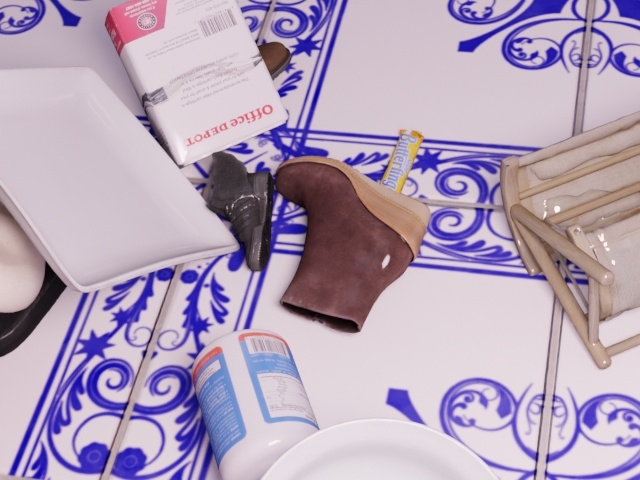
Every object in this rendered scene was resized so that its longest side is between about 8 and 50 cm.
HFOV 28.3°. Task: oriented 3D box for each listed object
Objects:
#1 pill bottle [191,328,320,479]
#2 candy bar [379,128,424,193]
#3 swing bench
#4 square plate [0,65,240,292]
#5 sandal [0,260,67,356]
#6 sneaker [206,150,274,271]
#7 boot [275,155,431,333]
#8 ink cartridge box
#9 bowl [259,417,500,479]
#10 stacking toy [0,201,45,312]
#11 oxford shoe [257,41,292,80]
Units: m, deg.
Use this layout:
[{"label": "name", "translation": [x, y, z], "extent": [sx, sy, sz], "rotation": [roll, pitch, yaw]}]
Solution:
[{"label": "pill bottle", "translation": [-0.064, 0.219, 1.441], "extent": [0.124, 0.124, 0.221], "rotation": [-16, 49, -7]}, {"label": "candy bar", "translation": [0.106, -0.096, 1.762], "extent": [0.040, 0.018, 0.161], "rotation": [12, 53, 17]}, {"label": "swing bench", "translation": [0.391, -0.019, 1.571], "extent": [0.253, 0.165, 0.255], "rotation": [-21, 45, -10]}, {"label": "square plate", "translation": [-0.305, -0.082, 1.605], "extent": [0.347, 0.049, 0.344], "rotation": [49, 27, 13]}, {"label": "sandal", "translation": [-0.364, -0.040, 1.711], "extent": [0.167, 0.107, 0.446], "rotation": [12, 53, 17]}, {"label": "sneaker", "translation": [-0.111, -0.039, 1.700], "extent": [0.089, 0.051, 0.170], "rotation": [0, 69, 12]}, {"label": "boot", "translation": [0.000, 0.000, 1.646], "extent": [0.248, 0.090, 0.207], "rotation": [20, 59, 29]}, {"label": "ink cartridge box", "translation": [-0.175, -0.238, 1.784], "extent": [0.172, 0.100, 0.237], "rotation": [-25, 93, -14]}, {"label": "bowl", "translation": [0.057, 0.341, 1.289], "extent": [0.297, 0.134, 0.298], "rotation": [2, 65, -4]}, {"label": "stacking toy", "translation": [-0.609, 0.059, 1.529], "extent": [0.480, 0.350, 0.351], "rotation": [-38, 51, 9]}, {"label": "oxford shoe", "translation": [-0.149, -0.258, 1.880], "extent": [0.227, 0.096, 0.083], "rotation": [-21, 39, -15]}]
